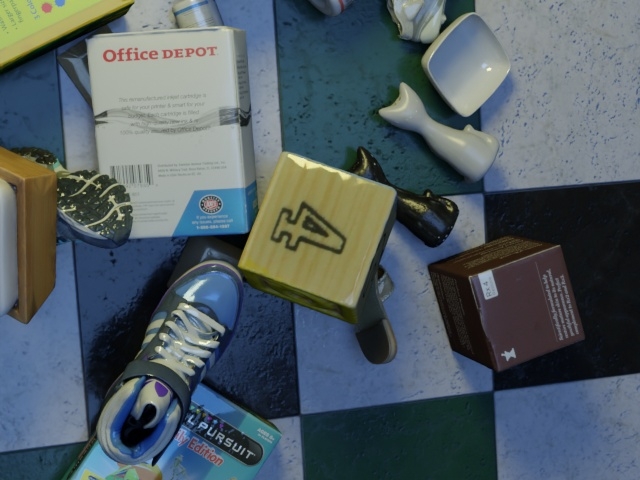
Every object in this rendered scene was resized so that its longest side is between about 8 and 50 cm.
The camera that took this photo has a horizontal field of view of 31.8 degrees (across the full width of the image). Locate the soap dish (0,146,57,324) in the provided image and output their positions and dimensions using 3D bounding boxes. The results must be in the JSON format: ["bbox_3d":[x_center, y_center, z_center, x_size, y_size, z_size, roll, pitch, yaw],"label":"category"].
[{"bbox_3d":[-0.499,-0.038,1.610,0.118,0.290,0.229,-27,132,-48],"label":"soap dish"}]

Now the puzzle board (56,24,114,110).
[{"bbox_3d":[-0.342,-0.263,1.780,0.096,0.011,0.128,-36,103,-10],"label":"puzzle board"}]

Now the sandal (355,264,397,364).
[{"bbox_3d":[0.089,0.090,1.891,0.079,0.088,0.240,1,70,-53],"label":"sandal"}]

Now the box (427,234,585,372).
[{"bbox_3d":[0.306,0.100,1.876,0.167,0.203,0.169,-18,99,-13],"label":"box"}]

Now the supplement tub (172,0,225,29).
[{"bbox_3d":[-0.186,-0.333,1.783,0.071,0.071,0.107,-22,99,-12],"label":"supplement tub"}]

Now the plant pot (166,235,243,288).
[{"bbox_3d":[-0.172,0.053,1.805,0.109,0.096,0.109,26,87,-15],"label":"plant pot"}]

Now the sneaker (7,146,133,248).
[{"bbox_3d":[-0.377,-0.043,1.680,0.110,0.283,0.122,-28,134,-38],"label":"sneaker"}]

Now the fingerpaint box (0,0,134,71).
[{"bbox_3d":[-0.541,-0.460,1.634,0.371,0.163,0.445,-29,100,-11],"label":"fingerpaint box"}]

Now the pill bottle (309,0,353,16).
[{"bbox_3d":[0.062,-0.477,1.807,0.221,0.124,0.124,-44,103,-8],"label":"pill bottle"}]

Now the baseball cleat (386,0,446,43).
[{"bbox_3d":[0.169,-0.434,1.864,0.109,0.072,0.206,7,92,-15],"label":"baseball cleat"}]

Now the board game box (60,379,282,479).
[{"bbox_3d":[-0.261,0.383,1.819,0.253,0.079,0.336,35,86,-15],"label":"board game box"}]

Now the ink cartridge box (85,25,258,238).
[{"bbox_3d":[-0.220,-0.165,1.718,0.223,0.129,0.308,-2,100,7],"label":"ink cartridge box"}]

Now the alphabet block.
[{"bbox_3d":[0.000,0.000,1.760,0.193,0.192,0.197,19,80,8],"label":"alphabet block"}]

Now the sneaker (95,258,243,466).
[{"bbox_3d":[-0.210,0.185,1.644,0.130,0.236,0.323,36,90,-13],"label":"sneaker"}]

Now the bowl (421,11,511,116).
[{"bbox_3d":[0.238,-0.298,1.888,0.142,0.053,0.142,-47,121,-10],"label":"bowl"}]

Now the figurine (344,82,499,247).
[{"bbox_3d":[0.162,-0.131,1.884,0.209,0.092,0.215,33,85,-10],"label":"figurine"}]
